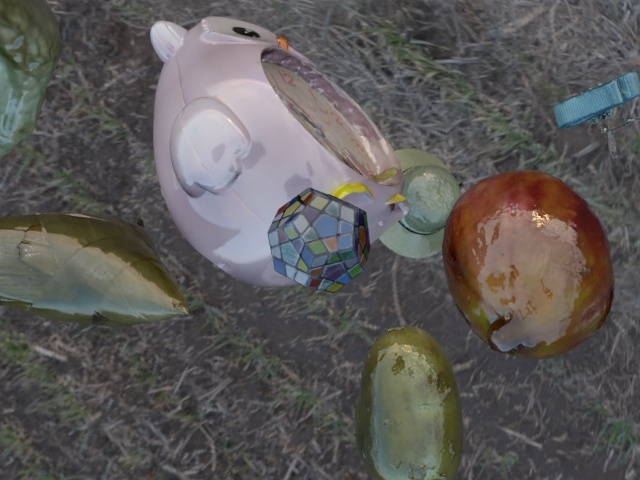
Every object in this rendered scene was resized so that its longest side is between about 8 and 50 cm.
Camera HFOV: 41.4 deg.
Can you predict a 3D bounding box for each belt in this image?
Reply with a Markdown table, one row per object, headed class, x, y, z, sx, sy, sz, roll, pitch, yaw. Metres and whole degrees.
| class | x | y | z | sx | sy | sz | roll | pitch | yaw |
| --- | --- | --- | --- | --- | --- | --- | --- | --- | --- |
| belt | 0.493 | -0.245 | 1.476 | 0.179 | 0.100 | 0.065 | -18 | 88 | 61 |

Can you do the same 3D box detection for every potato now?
| class | x | y | z | sx | sy | sz | roll | pitch | yaw |
| --- | --- | --- | --- | --- | --- | --- | --- | --- | --- |
| potato | 0.181 | 0.358 | 1.745 | 0.219 | 0.270 | 0.359 | -10 | 119 | -15 |

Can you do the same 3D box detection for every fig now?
| class | x | y | z | sx | sy | sz | roll | pitch | yaw |
| --- | --- | --- | --- | --- | --- | --- | --- | --- | --- |
| fig | 0.263 | 0.038 | 1.073 | 0.223 | 0.263 | 0.224 | -8 | 129 | -10 |

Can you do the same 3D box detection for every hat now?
| class | x | y | z | sx | sy | sz | roll | pitch | yaw |
| --- | --- | --- | --- | --- | --- | --- | --- | --- | --- |
| hat | 0.237 | -0.092 | 1.893 | 0.130 | 0.257 | 0.257 | -17 | 96 | 67 |

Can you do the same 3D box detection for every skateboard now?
| class | x | y | z | sx | sy | sz | roll | pitch | yaw |
| --- | --- | --- | --- | --- | --- | --- | --- | --- | --- |
| skateboard | 0.544 | -0.188 | 1.525 | 0.032 | 0.083 | 0.064 | -4 | 77 | -16 |

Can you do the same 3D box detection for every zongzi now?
| class | x | y | z | sx | sy | sz | roll | pitch | yaw |
| --- | --- | --- | --- | --- | --- | --- | --- | --- | --- |
| zongzi | -0.325 | 0.046 | 1.072 | 0.273 | 0.300 | 0.145 | 2 | 100 | -22 |

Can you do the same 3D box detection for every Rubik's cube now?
| class | x | y | z | sx | sy | sz | roll | pitch | yaw |
| --- | --- | --- | --- | --- | --- | --- | --- | --- | --- |
| Rubik's cube | 0.000 | 0.000 | 0.870 | 0.111 | 0.111 | 0.093 | 26 | 96 | 14 |

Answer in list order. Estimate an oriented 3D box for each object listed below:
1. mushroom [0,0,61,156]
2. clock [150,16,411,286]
| class | x | y | z | sx | sy | sz | roll | pitch | yaw |
| --- | --- | --- | --- | --- | --- | --- | --- | --- | --- |
| mushroom | -0.295 | -0.171 | 0.641 | 0.164 | 0.267 | 0.190 | -28 | 61 | 5 |
| clock | -0.085 | -0.125 | 1.188 | 0.250 | 0.368 | 0.377 | -43 | 64 | 24 |
